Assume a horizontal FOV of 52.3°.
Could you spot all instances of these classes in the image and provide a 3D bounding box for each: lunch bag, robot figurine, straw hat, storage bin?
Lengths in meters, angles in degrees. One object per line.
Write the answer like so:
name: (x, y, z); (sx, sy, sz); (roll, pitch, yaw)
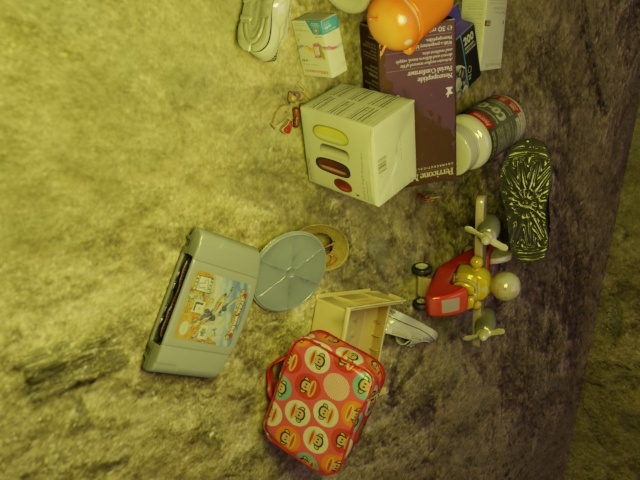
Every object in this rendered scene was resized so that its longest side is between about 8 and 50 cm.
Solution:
lunch bag: (-0.012, 0.366, 1.521); (0.120, 0.258, 0.293); (-15, 129, -67)
robot figurine: (0.183, -0.471, 1.324); (0.219, 0.158, 0.128); (-44, 91, -18)
straw hat: (0.000, 0.000, 1.535); (0.061, 0.144, 0.144); (-87, 160, -50)
storage bin: (0.091, 0.271, 1.690); (0.260, 0.123, 0.262); (-1, 104, -47)

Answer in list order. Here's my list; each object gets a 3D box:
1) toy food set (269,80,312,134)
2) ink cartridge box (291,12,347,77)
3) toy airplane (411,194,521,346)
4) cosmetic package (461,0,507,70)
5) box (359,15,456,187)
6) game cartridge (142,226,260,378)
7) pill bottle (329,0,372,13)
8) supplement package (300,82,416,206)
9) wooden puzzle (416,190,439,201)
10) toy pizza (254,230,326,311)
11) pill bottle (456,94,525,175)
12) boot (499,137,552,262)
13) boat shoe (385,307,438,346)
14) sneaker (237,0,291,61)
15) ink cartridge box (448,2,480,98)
toy food set: (-0.055, -0.278, 1.409); (0.078, 0.019, 0.122); (41, 72, -47)
ink cartridge box: (-0.001, -0.408, 1.370); (0.052, 0.088, 0.122); (-39, 130, -32)
toy airplane: (0.480, 0.106, 1.946); (0.386, 0.272, 0.384); (37, 75, -47)
cosmetic package: (0.449, -0.591, 1.807); (0.117, 0.085, 0.231); (-20, 116, -42)
box: (0.209, -0.325, 1.544); (0.191, 0.143, 0.381); (-12, 117, -10)
game cartridge: (-0.232, 0.136, 1.341); (0.198, 0.062, 0.297); (21, 88, -45)
pill bottle: (0.128, -0.607, 1.393); (0.264, 0.153, 0.153); (-42, 131, -30)
supplement package: (0.085, -0.214, 1.432); (0.149, 0.203, 0.194); (-37, 135, -35)
wooden puzzle: (0.300, -0.125, 1.819); (0.049, 0.083, 0.006); (-11, 114, -11)
toy pizza: (-0.075, 0.068, 1.483); (0.201, 0.032, 0.201); (-17, 122, -29)
pill bottle: (0.442, -0.297, 1.844); (0.283, 0.161, 0.161); (-32, 126, -37)
boot: (0.667, -0.128, 2.074); (0.445, 0.146, 0.367); (-12, 104, -67)
boat shoe: (0.249, 0.265, 1.895); (0.258, 0.095, 0.084); (30, 83, -42)
sneaker: (-0.092, -0.468, 1.267); (0.095, 0.090, 0.235); (9, 101, -62)
ink cartridge box: (0.335, -0.470, 1.675); (0.206, 0.045, 0.208); (-45, 131, -30)
